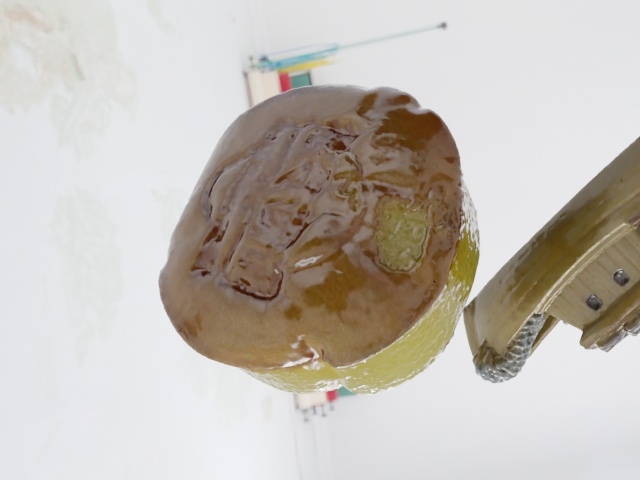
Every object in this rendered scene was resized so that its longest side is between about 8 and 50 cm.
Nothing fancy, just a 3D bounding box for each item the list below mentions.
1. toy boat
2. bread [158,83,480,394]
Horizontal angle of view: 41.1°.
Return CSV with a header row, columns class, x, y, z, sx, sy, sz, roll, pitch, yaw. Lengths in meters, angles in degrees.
class,x,y,z,sx,sy,sz,roll,pitch,yaw
toy boat,0.252,0.018,0.738,0.089,0.321,0.121,1,-130,-45
bread,0.000,0.000,0.710,0.148,0.270,0.269,52,-148,-55
